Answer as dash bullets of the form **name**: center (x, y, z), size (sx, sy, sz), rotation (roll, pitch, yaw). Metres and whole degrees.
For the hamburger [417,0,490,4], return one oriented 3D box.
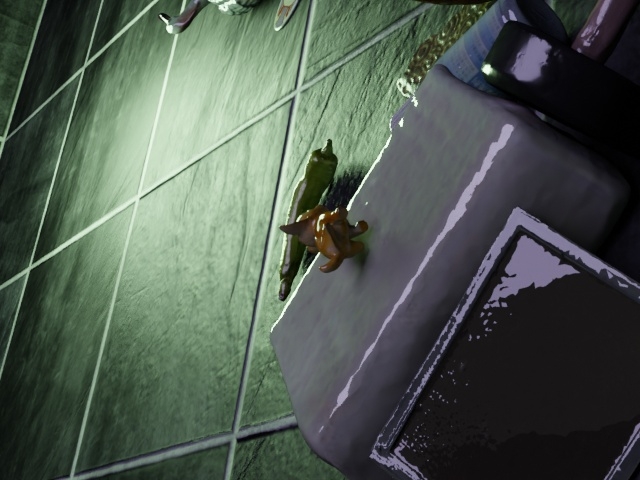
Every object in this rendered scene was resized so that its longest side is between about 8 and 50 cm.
- **hamburger**: center (0.133, -0.353, 1.202), size (0.286, 0.243, 0.146), rotation (-3, 57, 23)

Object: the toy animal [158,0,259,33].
- **toy animal**: center (-0.149, -0.414, 1.907), size (0.324, 0.090, 0.195), rotation (-41, 30, 24)

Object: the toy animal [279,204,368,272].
- **toy animal**: center (0.000, 0.000, 1.080), size (0.083, 0.060, 0.081), rotation (-12, 56, 48)

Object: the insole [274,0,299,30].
- **insole**: center (-0.026, -0.409, 1.782), size (0.197, 0.004, 0.065), rotation (-66, 28, 3)

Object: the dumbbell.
- **dumbbell**: center (0.250, -0.201, 0.995), size (0.218, 0.152, 0.152), rotation (-62, 29, 9)

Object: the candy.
- **candy**: center (0.102, 0.033, 1.086), size (0.359, 0.145, 0.208), rotation (-58, 29, 14)

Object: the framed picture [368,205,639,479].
- **framed picture**: center (0.171, 0.128, 0.942), size (0.197, 0.014, 0.252), rotation (36, 103, 29)

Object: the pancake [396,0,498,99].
- **pancake**: center (0.149, -0.240, 1.342), size (0.190, 0.020, 0.184), rotation (-36, 41, 42)

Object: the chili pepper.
- **chili pepper**: center (-0.022, -0.026, 1.462), size (0.049, 0.043, 0.208), rotation (16, 88, 36)

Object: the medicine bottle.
- **medicine bottle**: center (0.156, -0.164, 1.205), size (0.203, 0.083, 0.083), rotation (-42, 37, 38)
